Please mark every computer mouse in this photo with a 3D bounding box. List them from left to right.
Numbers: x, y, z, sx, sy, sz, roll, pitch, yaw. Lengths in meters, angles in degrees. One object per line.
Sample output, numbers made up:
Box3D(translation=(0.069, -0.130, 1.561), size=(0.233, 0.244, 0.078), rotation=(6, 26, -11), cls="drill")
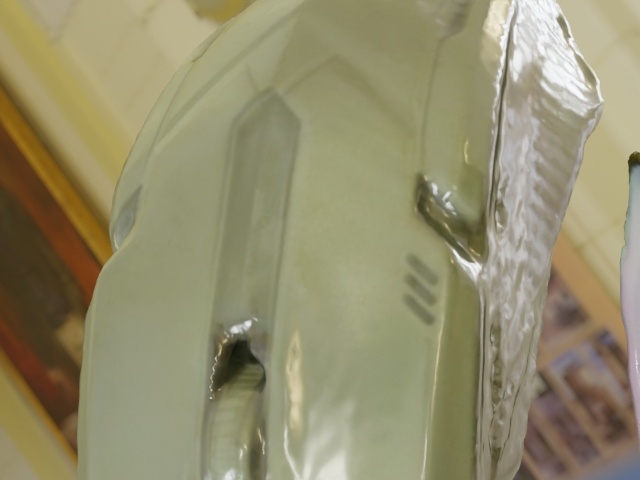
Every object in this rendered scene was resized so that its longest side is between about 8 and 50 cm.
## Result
Box3D(translation=(-0.002, 0.000, 0.942), size=(0.228, 0.145, 0.429), rotation=(-4, 57, 29), cls="computer mouse")

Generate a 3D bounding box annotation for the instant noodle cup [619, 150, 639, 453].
Box3D(translation=(0.220, 0.077, 0.490), size=(0.254, 0.325, 0.325), rotation=(-8, -3, 4), cls="instant noodle cup")
